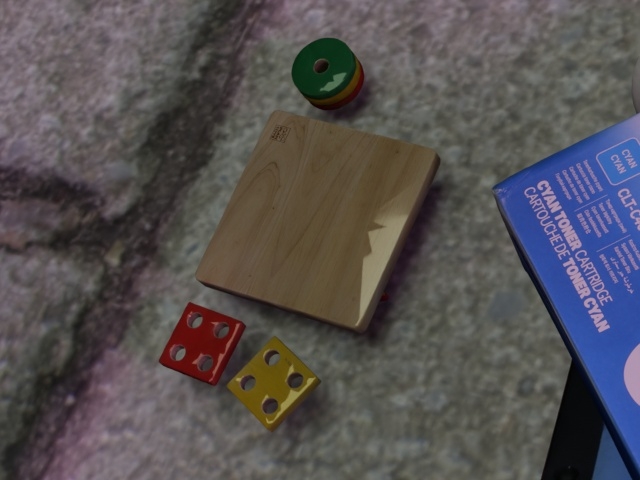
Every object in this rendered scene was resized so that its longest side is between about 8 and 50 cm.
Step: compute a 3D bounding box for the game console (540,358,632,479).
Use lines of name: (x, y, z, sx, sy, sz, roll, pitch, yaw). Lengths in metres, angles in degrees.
game console: (0.281, 0.130, 1.016, 0.342, 0.060, 0.386, -7, 31, 22)

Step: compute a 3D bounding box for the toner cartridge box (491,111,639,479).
toner cartridge box: (0.221, 0.079, 0.913, 0.165, 0.075, 0.348, -26, 51, 2)

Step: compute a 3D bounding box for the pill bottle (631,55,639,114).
pill bottle: (0.261, -0.047, 1.148, 0.121, 0.121, 0.221, -31, 32, 8)

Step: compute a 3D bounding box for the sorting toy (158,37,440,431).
sorting toy: (0.000, 0.000, 1.325, 0.132, 0.046, 0.274, 15, 72, 30)
